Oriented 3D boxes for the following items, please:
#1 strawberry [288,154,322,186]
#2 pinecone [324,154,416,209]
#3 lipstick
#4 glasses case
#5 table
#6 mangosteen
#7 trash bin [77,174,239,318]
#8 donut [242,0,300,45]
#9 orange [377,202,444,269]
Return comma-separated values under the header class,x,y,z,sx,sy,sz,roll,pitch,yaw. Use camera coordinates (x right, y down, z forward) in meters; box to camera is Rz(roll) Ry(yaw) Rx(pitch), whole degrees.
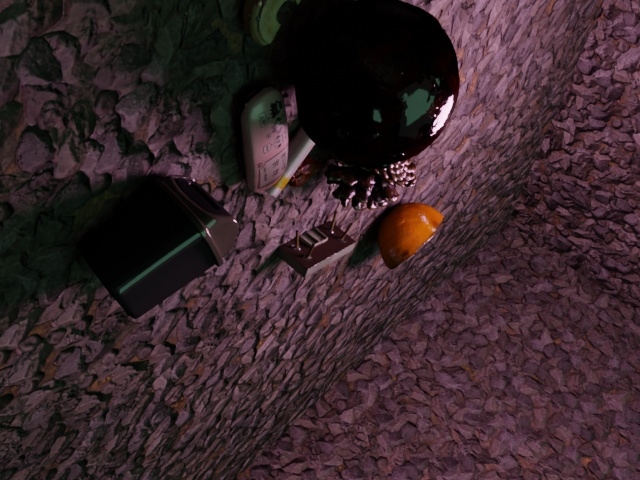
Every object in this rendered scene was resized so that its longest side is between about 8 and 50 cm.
class,x,y,z,sx,sy,sz,roll,pitch,yaw
strawberry,-0.044,-0.186,1.924,0.152,0.048,0.104,-20,145,-46
pinecone,0.127,-0.199,1.982,0.264,0.264,0.264,-41,155,-24
lipstick,-0.060,-0.232,1.810,0.264,0.059,0.059,-55,157,6
glasses case,-0.134,-0.232,1.650,0.122,0.075,0.314,-37,154,-24
table,0.000,0.000,2.188,0.240,0.121,0.111,-29,148,-43
mangosteen,0.111,-0.366,1.592,0.381,0.421,0.381,-5,129,-7
trash bin,-0.333,0.003,1.471,0.290,0.209,0.182,-39,148,-15
donut,-0.096,-0.473,1.375,0.166,0.065,0.108,-51,157,2
orange,0.337,-0.014,2.633,0.274,0.274,0.310,102,-9,-47
